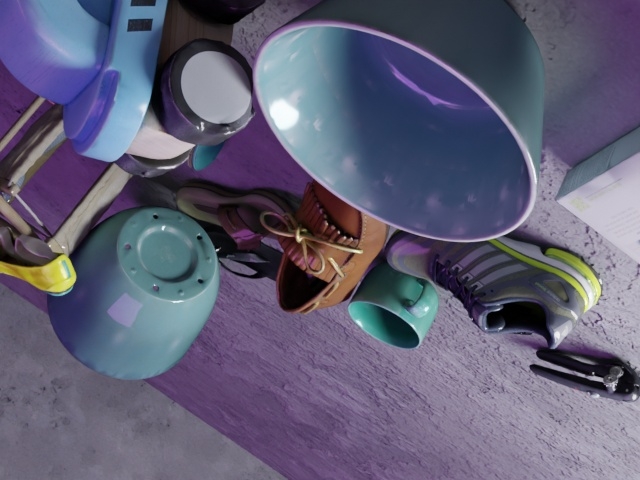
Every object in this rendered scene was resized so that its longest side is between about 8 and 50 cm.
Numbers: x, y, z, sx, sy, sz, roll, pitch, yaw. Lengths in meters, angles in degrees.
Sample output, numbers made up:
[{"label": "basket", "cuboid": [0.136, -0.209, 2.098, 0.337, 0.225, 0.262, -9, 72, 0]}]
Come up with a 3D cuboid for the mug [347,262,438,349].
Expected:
[{"label": "mug", "cuboid": [0.132, 0.098, 1.444, 0.157, 0.097, 0.129, 11, 147, 37]}]

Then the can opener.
[{"label": "can opener", "cuboid": [0.399, 0.207, 1.380, 0.186, 0.059, 0.073, 9, 147, 40]}]

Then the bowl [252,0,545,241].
[{"label": "bowl", "cuboid": [0.104, -0.156, 0.940, 0.311, 0.163, 0.311, 26, 154, 14]}]

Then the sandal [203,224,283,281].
[{"label": "sandal", "cuboid": [-0.126, 0.039, 1.681, 0.254, 0.054, 0.097, 21, 153, 22]}]

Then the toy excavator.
[{"label": "toy excavator", "cuboid": [-0.291, -0.319, 0.985, 0.445, 0.433, 0.222, 13, 166, -30]}]

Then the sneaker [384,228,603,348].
[{"label": "sneaker", "cuboid": [0.214, 0.053, 1.225, 0.299, 0.121, 0.111, 15, 138, 29]}]

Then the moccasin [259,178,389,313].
[{"label": "moccasin", "cuboid": [-0.002, -0.003, 1.325, 0.139, 0.147, 0.380, 56, 156, 14]}]

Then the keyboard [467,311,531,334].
[{"label": "keyboard", "cuboid": [0.246, 0.089, 1.371, 0.100, 0.038, 0.192, 9, 145, 40]}]

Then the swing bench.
[{"label": "swing bench", "cuboid": [-0.450, -0.115, 1.539, 0.165, 0.253, 0.255, -1, 140, 49]}]

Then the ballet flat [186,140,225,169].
[{"label": "ballet flat", "cuboid": [-0.171, -0.179, 1.341, 0.068, 0.072, 0.213, 52, 154, 9]}]

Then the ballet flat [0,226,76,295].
[{"label": "ballet flat", "cuboid": [-0.486, 0.020, 1.459, 0.231, 0.077, 0.077, 17, 130, 24]}]

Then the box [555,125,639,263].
[{"label": "box", "cuboid": [0.440, -0.005, 0.957, 0.322, 0.058, 0.232, 37, 155, -7]}]

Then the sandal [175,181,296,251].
[{"label": "sandal", "cuboid": [-0.134, -0.025, 1.537, 0.302, 0.086, 0.120, 10, 147, 39]}]

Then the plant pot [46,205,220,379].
[{"label": "plant pot", "cuboid": [-0.316, 0.073, 1.643, 0.293, 0.293, 0.235, 36, 140, -9]}]
